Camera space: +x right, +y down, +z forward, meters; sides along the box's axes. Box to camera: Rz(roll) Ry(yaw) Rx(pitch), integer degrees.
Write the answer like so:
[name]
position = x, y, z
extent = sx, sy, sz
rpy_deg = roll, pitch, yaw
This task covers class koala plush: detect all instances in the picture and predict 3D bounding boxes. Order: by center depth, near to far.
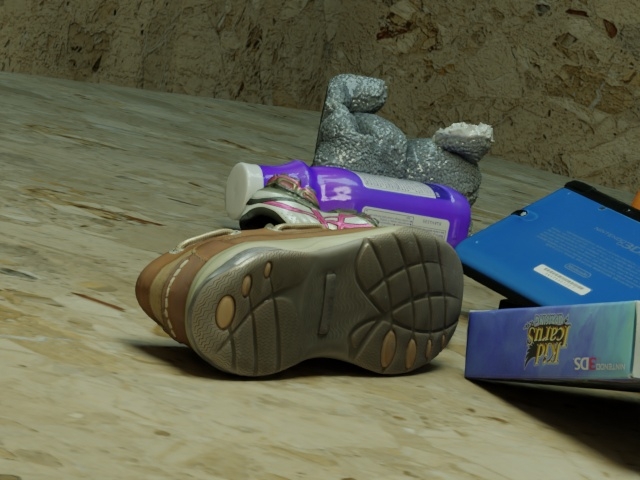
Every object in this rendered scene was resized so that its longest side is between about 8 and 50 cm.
[koala plush]
position = 0.098, -0.080, 2.284
extent = 0.221, 0.196, 0.203
rpy_deg = 12, 19, -2

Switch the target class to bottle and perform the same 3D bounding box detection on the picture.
[bottle]
position = 0.030, -0.036, 2.127
extent = 0.283, 0.092, 0.118
rpy_deg = 8, 4, -26

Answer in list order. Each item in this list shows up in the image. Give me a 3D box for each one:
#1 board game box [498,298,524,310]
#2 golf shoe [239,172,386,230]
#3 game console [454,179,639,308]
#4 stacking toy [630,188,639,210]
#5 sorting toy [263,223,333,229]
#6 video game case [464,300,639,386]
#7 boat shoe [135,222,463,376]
[board game box]
position = 0.285, 0.092, 1.831
extent = 0.186, 0.026, 0.126
rpy_deg = 17, 10, 32
[golf shoe]
position = 0.000, 0.000, 1.981
extent = 0.186, 0.067, 0.086
rpy_deg = 26, 52, 23
[game console]
position = 0.315, 0.071, 1.790
extent = 0.250, 0.173, 0.293
rpy_deg = -27, 32, -24
[stacking toy]
position = 0.537, -0.160, 2.245
extent = 0.350, 0.480, 0.350
rpy_deg = 4, -5, 0
[sorting toy]
position = 0.028, 0.045, 1.704
extent = 0.196, 0.047, 0.348
rpy_deg = 18, 9, 2
[video game case]
position = 0.279, 0.089, 1.433
extent = 0.244, 0.061, 0.269
rpy_deg = 6, -6, -21
[boat shoe]
position = -0.009, 0.036, 1.432
extent = 0.116, 0.123, 0.324
rpy_deg = 16, 6, 40
